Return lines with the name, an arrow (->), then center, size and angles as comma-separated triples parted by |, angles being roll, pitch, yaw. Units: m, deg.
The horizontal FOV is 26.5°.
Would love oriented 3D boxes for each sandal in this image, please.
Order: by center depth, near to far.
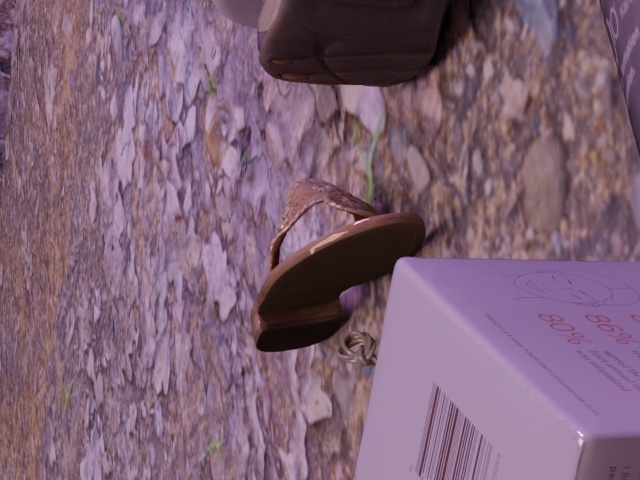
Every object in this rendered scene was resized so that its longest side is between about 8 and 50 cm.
sandal -> -0.006, 0.001, 0.886 | 0.240, 0.088, 0.079 | 124, 135, -63

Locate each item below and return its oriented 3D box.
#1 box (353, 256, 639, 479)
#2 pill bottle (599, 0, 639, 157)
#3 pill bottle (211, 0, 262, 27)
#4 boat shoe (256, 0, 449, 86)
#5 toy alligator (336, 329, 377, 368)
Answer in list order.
box -> 0.117, 0.071, 0.446 | 0.130, 0.170, 0.091 | -133, 49, -61
pill bottle -> 0.152, -0.108, 0.378 | 0.162, 0.162, 0.278 | 128, 139, -58
pill bottle -> -0.038, -0.249, 0.952 | 0.103, 0.103, 0.184 | 128, 138, -57
boat shoe -> 0.035, -0.201, 0.709 | 0.355, 0.132, 0.130 | 134, 138, -66
toy alligator -> 0.060, 0.113, 0.769 | 0.051, 0.056, 0.189 | 55, 178, -32
